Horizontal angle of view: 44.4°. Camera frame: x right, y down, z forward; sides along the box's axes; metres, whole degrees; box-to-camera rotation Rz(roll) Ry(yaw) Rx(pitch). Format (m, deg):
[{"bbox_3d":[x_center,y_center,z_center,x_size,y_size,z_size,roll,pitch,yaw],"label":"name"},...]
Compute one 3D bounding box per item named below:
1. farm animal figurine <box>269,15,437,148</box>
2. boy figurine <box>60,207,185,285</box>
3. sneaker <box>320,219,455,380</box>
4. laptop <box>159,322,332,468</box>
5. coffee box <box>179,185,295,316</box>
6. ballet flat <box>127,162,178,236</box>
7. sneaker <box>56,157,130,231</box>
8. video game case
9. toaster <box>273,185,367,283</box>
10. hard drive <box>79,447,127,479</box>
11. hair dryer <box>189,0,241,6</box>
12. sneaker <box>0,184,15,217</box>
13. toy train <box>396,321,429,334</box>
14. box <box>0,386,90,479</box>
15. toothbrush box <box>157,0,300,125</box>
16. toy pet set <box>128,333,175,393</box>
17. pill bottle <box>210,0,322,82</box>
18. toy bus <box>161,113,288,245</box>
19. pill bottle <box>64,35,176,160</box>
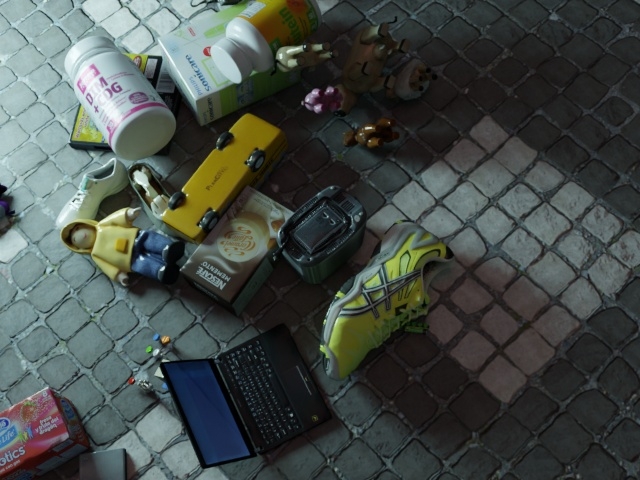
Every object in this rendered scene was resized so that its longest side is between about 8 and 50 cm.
[{"bbox_3d":[0.067,-0.382,1.812,0.326,0.330,0.172,-52,27,-17],"label":"farm animal figurine"},{"bbox_3d":[-0.444,0.005,1.742,0.285,0.092,0.177,18,96,14],"label":"boy figurine"},{"bbox_3d":[0.136,0.127,1.614,0.147,0.145,0.384,24,71,30],"label":"sneaker"},{"bbox_3d":[-0.148,0.302,1.575,0.265,0.136,0.234,-26,67,-7],"label":"laptop"},{"bbox_3d":[-0.171,0.023,1.722,0.141,0.098,0.246,30,72,16],"label":"coffee box"},{"bbox_3d":[-0.382,-0.095,1.810,0.072,0.068,0.213,-35,68,-12],"label":"ballet flat"},{"bbox_3d":[-0.539,-0.111,1.817,0.080,0.094,0.212,36,74,17],"label":"sneaker"},{"bbox_3d":[-0.473,-0.344,1.948,0.249,0.035,0.274,5,67,7],"label":"video game case"},{"bbox_3d":[0.000,0.000,1.692,0.227,0.146,0.129,-42,69,-14],"label":"toaster"},{"bbox_3d":[-0.437,0.493,1.577,0.094,0.022,0.135,-9,66,1],"label":"hard drive"},{"bbox_3d":[-0.178,-0.667,2.007,0.294,0.080,0.224,-24,26,-24],"label":"hair dryer"},{"bbox_3d":[-0.810,-0.134,1.873,0.098,0.083,0.223,-20,69,-27],"label":"sneaker"},{"bbox_3d":[0.190,0.184,1.665,0.083,0.017,0.023,6,77,8],"label":"toy train"},{"bbox_3d":[-0.614,0.418,1.568,0.257,0.128,0.122,-29,67,-8],"label":"box"},{"bbox_3d":[-0.216,-0.438,1.901,0.283,0.122,0.206,-27,70,-12],"label":"toothbrush box"},{"bbox_3d":[-0.326,0.272,1.659,0.114,0.065,0.122,3,57,45],"label":"toy pet set"},{"bbox_3d":[-0.126,-0.470,1.779,0.136,0.136,0.246,40,71,19],"label":"pill bottle"},{"bbox_3d":[-0.212,-0.133,1.778,0.108,0.130,0.332,30,72,16],"label":"toy bus"},{"bbox_3d":[-0.476,-0.338,1.839,0.160,0.160,0.283,-34,68,-10],"label":"pill bottle"}]
